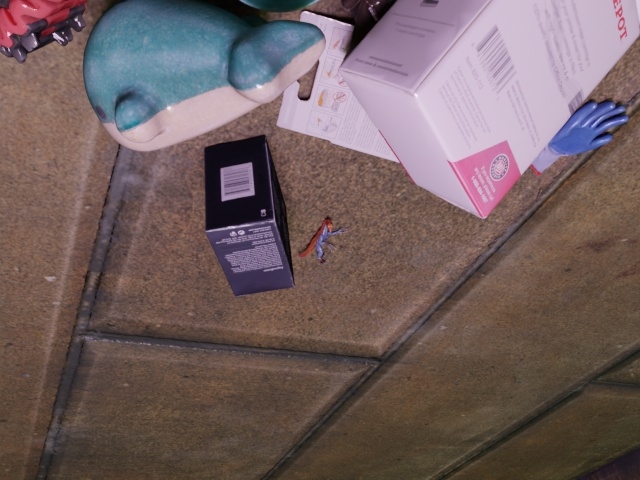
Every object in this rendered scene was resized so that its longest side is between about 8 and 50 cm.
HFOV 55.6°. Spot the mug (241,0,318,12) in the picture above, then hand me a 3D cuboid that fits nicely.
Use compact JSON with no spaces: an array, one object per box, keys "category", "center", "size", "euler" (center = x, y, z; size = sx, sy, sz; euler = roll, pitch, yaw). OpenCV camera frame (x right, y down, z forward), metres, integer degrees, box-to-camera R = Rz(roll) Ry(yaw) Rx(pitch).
[{"category":"mug","center":[-0.053,-0.303,0.568],"size":[0.158,0.097,0.129],"euler":[20,134,-31]}]

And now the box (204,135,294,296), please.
[{"category":"box","center":[-0.098,-0.031,0.851],"size":[0.093,0.155,0.158],"euler":[-11,142,2]}]

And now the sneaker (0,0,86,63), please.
[{"category":"sneaker","center":[-0.234,-0.272,0.532],"size":[0.276,0.097,0.135],"euler":[-19,111,38]}]

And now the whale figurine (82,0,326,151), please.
[{"category":"whale figurine","center":[-0.127,-0.183,0.599],"size":[0.272,0.216,0.141],"euler":[6,133,45]}]

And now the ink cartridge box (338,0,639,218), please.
[{"category":"ink cartridge box","center":[0.187,-0.198,0.630],"size":[0.283,0.117,0.207],"euler":[-49,135,-5]}]

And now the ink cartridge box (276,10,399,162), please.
[{"category":"ink cartridge box","center":[0.071,-0.196,0.784],"size":[0.225,0.056,0.181],"euler":[17,138,-3]}]

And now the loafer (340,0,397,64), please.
[{"category":"loafer","center":[0.055,-0.266,0.636],"size":[0.079,0.080,0.219],"euler":[13,125,13]}]

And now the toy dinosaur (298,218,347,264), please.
[{"category":"toy dinosaur","center":[0.000,0.000,1.007],"size":[0.090,0.047,0.082],"euler":[-3,124,7]}]

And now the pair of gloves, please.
[{"category":"pair of gloves","center":[0.344,-0.171,0.879],"size":[0.198,0.023,0.159],"euler":[27,129,-38]}]
